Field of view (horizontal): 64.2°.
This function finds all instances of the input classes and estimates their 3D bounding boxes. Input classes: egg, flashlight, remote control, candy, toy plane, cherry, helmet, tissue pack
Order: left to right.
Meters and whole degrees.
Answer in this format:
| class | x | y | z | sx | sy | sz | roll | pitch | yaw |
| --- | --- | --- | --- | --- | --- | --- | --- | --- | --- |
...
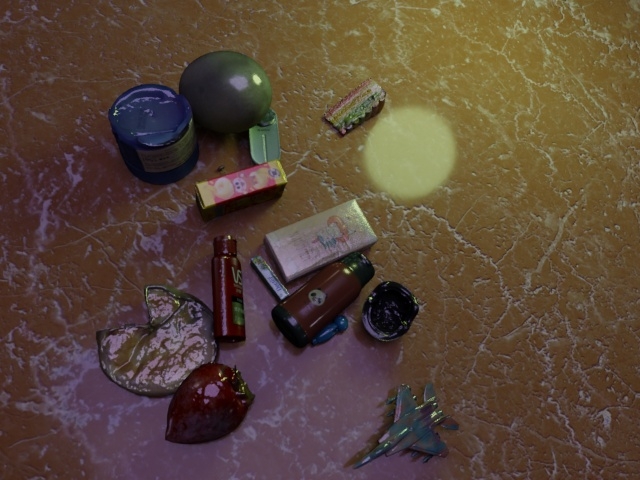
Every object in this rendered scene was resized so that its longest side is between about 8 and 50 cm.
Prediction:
| class | x | y | z | sx | sy | sz | roll | pitch | yaw |
| --- | --- | --- | --- | --- | --- | --- | --- | --- | --- |
| cherry | -0.302 | 0.433 | 1.337 | 0.250 | 0.192 | 0.175 | -40 | 50 | -19 |
| egg | -0.309 | -0.477 | 1.652 | 0.352 | 0.258 | 0.258 | 21 | 62 | 35 |
| candy | -0.251 | -0.157 | 1.606 | 0.276 | 0.146 | 0.088 | -19 | 82 | -17 |
| remote control | -0.195 | -0.353 | 1.749 | 0.104 | 0.052 | 0.247 | -2 | 68 | -10 |
| tissue pack | 0.000 | 0.000 | 1.620 | 0.325 | 0.071 | 0.170 | -22 | 74 | -17 |
| flashlight | 0.025 | 0.269 | 1.526 | 0.129 | 0.051 | 0.051 | -28 | 74 | -14 |
| helmet | 0.205 | 0.213 | 1.547 | 0.153 | 0.107 | 0.177 | 36 | 86 | 4 |
| toy plane | 0.222 | 0.539 | 1.414 | 0.326 | 0.104 | 0.223 | -28 | 73 | -14 |

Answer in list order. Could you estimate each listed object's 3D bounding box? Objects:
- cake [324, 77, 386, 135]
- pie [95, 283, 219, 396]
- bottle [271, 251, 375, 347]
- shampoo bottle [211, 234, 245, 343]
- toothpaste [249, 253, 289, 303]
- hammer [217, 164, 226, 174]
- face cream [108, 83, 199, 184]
| class | x | y | z | sx | sy | sz | roll | pitch | yaw |
| --- | --- | --- | --- | --- | --- | --- | --- | --- | --- |
| cake | 0.131 | -0.475 | 1.855 | 0.225 | 0.090 | 0.109 | -39 | 80 | -2 |
| pie | -0.447 | 0.288 | 1.437 | 0.337 | 0.075 | 0.337 | 4 | 69 | -12 |
| bottle | 0.022 | 0.162 | 1.518 | 0.336 | 0.144 | 0.144 | -37 | 77 | -21 |
| shampoo bottle | -0.273 | 0.141 | 1.501 | 0.076 | 0.118 | 0.314 | -16 | 66 | 21 |
| toothpaste | -0.158 | 0.118 | 1.563 | 0.034 | 0.046 | 0.164 | -33 | 75 | -23 |
| hammer | -0.298 | -0.200 | 1.693 | 0.029 | 0.014 | 0.123 | -37 | 80 | -7 |
| face cream | -0.514 | -0.335 | 1.603 | 0.249 | 0.225 | 0.249 | 4 | 66 | -8 |
